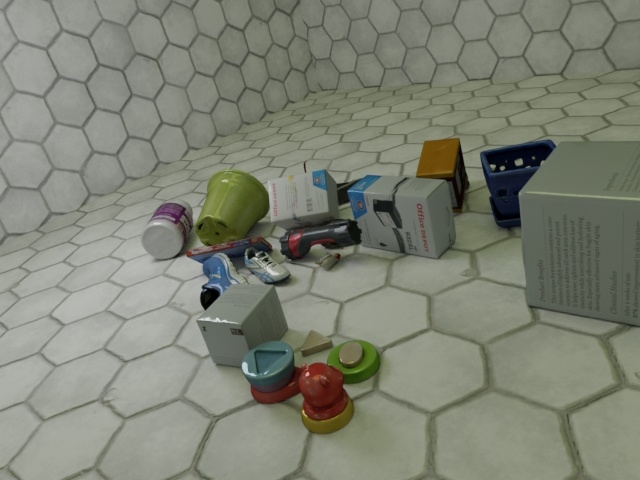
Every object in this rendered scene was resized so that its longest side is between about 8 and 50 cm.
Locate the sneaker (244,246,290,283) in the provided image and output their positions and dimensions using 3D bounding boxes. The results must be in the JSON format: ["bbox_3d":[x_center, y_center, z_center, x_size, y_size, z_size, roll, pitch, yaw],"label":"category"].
[{"bbox_3d":[-0.189,0.084,1.793,0.085,0.086,0.237,-29,31,-30],"label":"sneaker"}]

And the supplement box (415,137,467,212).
[{"bbox_3d":[0.441,-0.231,1.895,0.129,0.194,0.191,-1,48,26],"label":"supplement box"}]

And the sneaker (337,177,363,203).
[{"bbox_3d":[0.128,-0.227,2.235,0.222,0.083,0.118,-17,22,-8],"label":"sneaker"}]

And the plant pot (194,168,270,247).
[{"bbox_3d":[-0.366,-0.099,2.091,0.276,0.276,0.254,-4,40,21],"label":"plant pot"}]

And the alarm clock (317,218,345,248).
[{"bbox_3d":[0.046,-0.033,1.917,0.129,0.064,0.192,-19,29,-7],"label":"alarm clock"}]

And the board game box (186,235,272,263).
[{"bbox_3d":[-0.330,0.037,1.927,0.281,0.027,0.145,-11,-16,8],"label":"board game box"}]

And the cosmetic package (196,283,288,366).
[{"bbox_3d":[-0.209,0.229,1.439,0.151,0.151,0.184,0,29,29],"label":"cosmetic package"}]

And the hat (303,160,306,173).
[{"bbox_3d":[-0.062,-0.196,2.160,0.173,0.184,0.208,-26,28,-20],"label":"hat"}]

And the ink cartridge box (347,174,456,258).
[{"bbox_3d":[0.264,-0.083,1.718,0.307,0.223,0.129,10,36,41],"label":"ink cartridge box"}]

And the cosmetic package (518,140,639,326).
[{"bbox_3d":[0.725,-0.027,1.241,0.393,0.329,0.327,9,36,39],"label":"cosmetic package"}]

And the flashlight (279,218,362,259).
[{"bbox_3d":[0.000,0.000,1.780,0.304,0.103,0.103,-8,-8,37],"label":"flashlight"}]

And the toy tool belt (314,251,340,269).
[{"bbox_3d":[0.023,0.062,1.759,0.051,0.052,0.083,19,41,36],"label":"toy tool belt"}]

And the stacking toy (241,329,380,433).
[{"bbox_3d":[-0.023,0.282,1.261,0.309,0.130,0.279,9,35,39],"label":"stacking toy"}]

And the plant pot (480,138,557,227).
[{"bbox_3d":[0.656,-0.177,1.705,0.236,0.212,0.236,-7,27,14],"label":"plant pot"}]

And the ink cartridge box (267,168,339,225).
[{"bbox_3d":[-0.063,-0.151,2.023,0.232,0.171,0.168,-8,-13,15],"label":"ink cartridge box"}]

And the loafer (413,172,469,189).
[{"bbox_3d":[0.453,-0.242,2.086,0.267,0.084,0.096,0,30,27],"label":"loafer"}]

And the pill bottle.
[{"bbox_3d":[-0.633,-0.061,2.220,0.169,0.169,0.301,-12,27,7],"label":"pill bottle"}]

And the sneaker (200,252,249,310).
[{"bbox_3d":[-0.333,0.144,1.703,0.147,0.130,0.330,-23,27,-20],"label":"sneaker"}]
